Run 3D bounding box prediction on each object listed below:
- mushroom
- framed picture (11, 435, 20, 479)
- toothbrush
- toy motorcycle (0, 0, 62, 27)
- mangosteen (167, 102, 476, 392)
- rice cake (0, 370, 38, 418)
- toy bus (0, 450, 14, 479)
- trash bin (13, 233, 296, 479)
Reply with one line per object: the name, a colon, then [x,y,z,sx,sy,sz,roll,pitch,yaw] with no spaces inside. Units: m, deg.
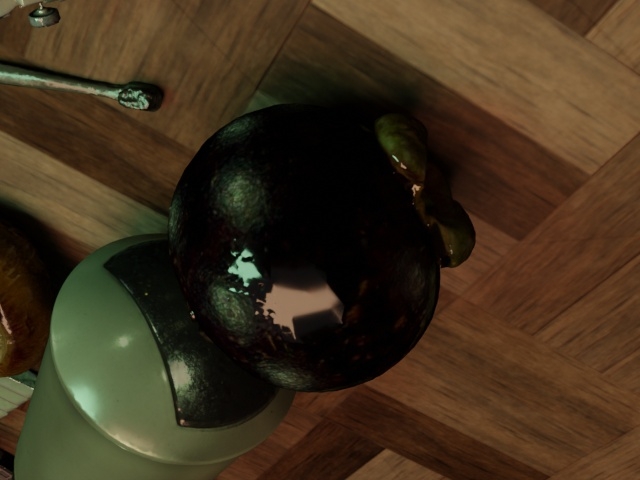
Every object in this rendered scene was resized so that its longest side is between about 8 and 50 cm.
mushroom: [-0.444,0.066,0.941,0.253,0.153,0.253,12,131,14]
framed picture: [-0.369,0.483,1.288,0.338,0.014,0.256,10,91,3]
toothbrush: [-0.310,-0.170,0.789,0.297,0.030,0.030,11,107,5]
toy motorcycle: [-0.248,-0.230,0.625,0.150,0.221,0.102,39,146,41]
mangosteen: [0.000,0.000,0.722,0.287,0.288,0.288,6,132,7]
rice cake: [-0.554,0.211,1.177,0.198,0.037,0.189,40,127,-23]
toy bus: [-0.555,0.422,1.368,0.052,0.037,0.131,-26,123,28]
trash bin: [-0.215,0.193,0.931,0.280,0.280,0.432,26,135,-12]
